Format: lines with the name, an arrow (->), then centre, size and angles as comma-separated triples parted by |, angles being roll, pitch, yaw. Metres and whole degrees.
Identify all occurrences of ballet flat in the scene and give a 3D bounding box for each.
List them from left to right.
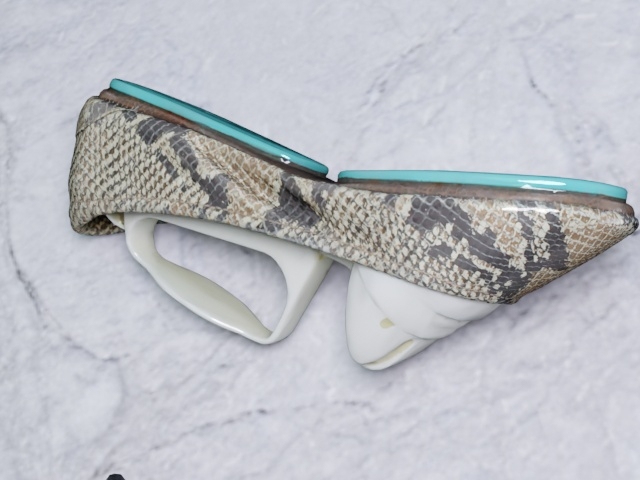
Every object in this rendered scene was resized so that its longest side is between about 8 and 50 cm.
ballet flat -> 0.000, 0.000, 1.015 | 0.483, 0.164, 0.182 | 14, 91, 27

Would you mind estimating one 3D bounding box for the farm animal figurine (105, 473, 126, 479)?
farm animal figurine -> -0.185, 0.352, 0.851 | 0.330, 0.172, 0.327 | -21, 52, -39
